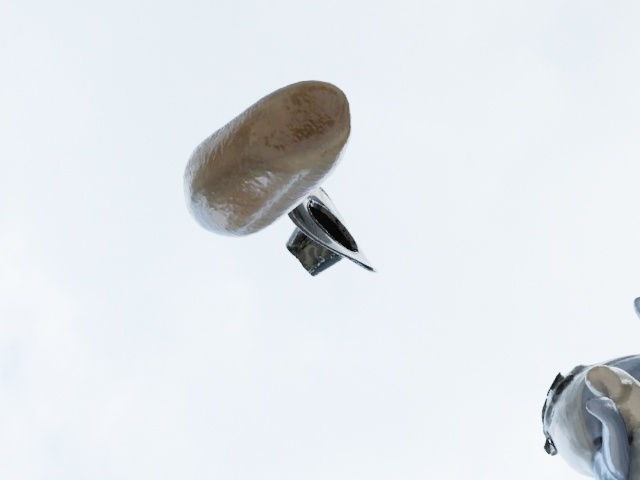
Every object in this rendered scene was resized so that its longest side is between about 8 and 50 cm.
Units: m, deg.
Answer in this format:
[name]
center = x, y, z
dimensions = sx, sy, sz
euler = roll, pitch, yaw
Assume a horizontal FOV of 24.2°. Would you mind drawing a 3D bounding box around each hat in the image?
[hat]
center = 0.000, 0.000, 1.284
dimensions = 0.050, 0.121, 0.121
euler = -42, -96, 14

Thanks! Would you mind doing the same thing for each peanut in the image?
[peanut]
center = -0.035, -0.055, 1.003
dimensions = 0.076, 0.152, 0.076
euler = 29, -137, -31

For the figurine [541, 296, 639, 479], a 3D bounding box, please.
[figurine]
center = 0.205, 0.112, 0.818
dimensions = 0.208, 0.184, 0.128
euler = -16, -67, -47
